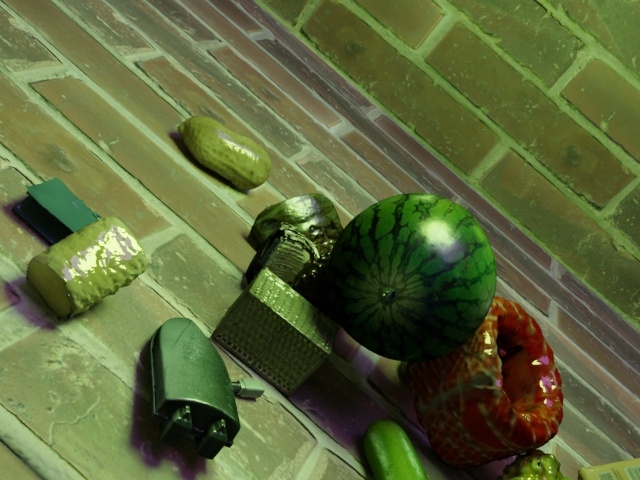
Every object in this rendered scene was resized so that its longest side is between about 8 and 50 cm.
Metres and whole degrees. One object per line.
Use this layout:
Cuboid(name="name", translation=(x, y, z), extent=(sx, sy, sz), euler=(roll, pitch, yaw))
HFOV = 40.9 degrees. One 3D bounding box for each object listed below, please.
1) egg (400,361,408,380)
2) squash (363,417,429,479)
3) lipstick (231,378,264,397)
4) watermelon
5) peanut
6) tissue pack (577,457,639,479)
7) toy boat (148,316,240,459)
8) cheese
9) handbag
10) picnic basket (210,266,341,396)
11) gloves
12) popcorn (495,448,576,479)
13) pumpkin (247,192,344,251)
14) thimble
Cuboid(name="egg", translation=(0.226, 0.284, 1.973), extent=(0.085, 0.085, 0.110), euler=(32, 17, -19))
Cuboid(name="squash", translation=(0.157, 0.464, 1.521), extent=(0.101, 0.101, 0.379), euler=(27, 23, -29))
Cuboid(name="lipstick", translation=(-0.151, 0.259, 1.515), extent=(0.107, 0.025, 0.025), euler=(14, 33, -37))
Cuboid(name="watermelon", translation=(0.176, 0.074, 1.678), extent=(0.363, 0.363, 0.363), euler=(33, 24, -17))
Cuboid(name="peanut", translation=(-0.241, -0.223, 2.141), extent=(0.253, 0.122, 0.137), euler=(29, 16, -16))
Cuboid(name="tissue pack", translation=(0.730, 0.677, 1.933), extent=(0.238, 0.238, 0.305), euler=(30, 25, -24))
Cuboid(name="toy boat", translation=(-0.217, 0.221, 1.407), extent=(0.141, 0.092, 0.319), euler=(28, 18, -25))
Cuboid(name="cheese", translation=(-0.379, 0.041, 1.402), extent=(0.123, 0.094, 0.167), euler=(47, 46, 7))
Cuboid(name="handbag", translation=(-0.435, -0.020, 1.557), extent=(0.221, 0.057, 0.144), euler=(39, 18, -1))
Cuboid(name="picnic basket", translation=(-0.080, 0.168, 1.653), extent=(0.196, 0.134, 0.154), euler=(38, 21, -6))
Cuboid(name="gloves", translation=(-0.007, 0.085, 1.856), extent=(0.312, 0.210, 0.135), euler=(17, 15, -30))
Cuboid(name="popcorn", translation=(0.457, 0.534, 1.765), extent=(0.189, 0.169, 0.218), euler=(46, 27, 14))
Cuboid(name="pumpkin", translation=(0.000, 0.000, 2.031), extent=(0.312, 0.169, 0.148), euler=(11, 34, -49))
Cuboid(name="thimble", translation=(0.355, 0.302, 1.843), extent=(0.350, 0.230, 0.350), euler=(33, 42, -36))
